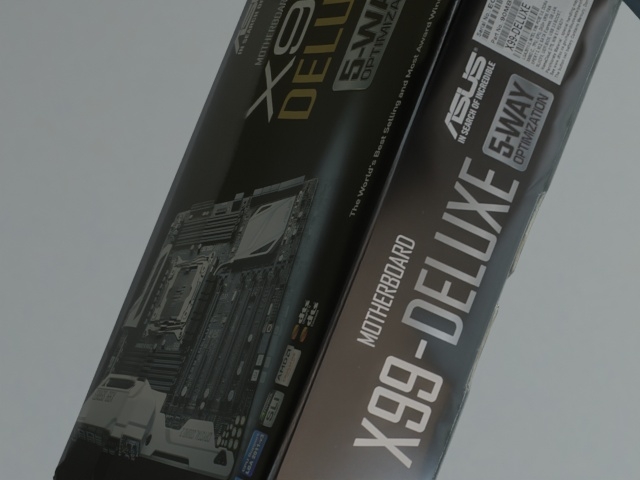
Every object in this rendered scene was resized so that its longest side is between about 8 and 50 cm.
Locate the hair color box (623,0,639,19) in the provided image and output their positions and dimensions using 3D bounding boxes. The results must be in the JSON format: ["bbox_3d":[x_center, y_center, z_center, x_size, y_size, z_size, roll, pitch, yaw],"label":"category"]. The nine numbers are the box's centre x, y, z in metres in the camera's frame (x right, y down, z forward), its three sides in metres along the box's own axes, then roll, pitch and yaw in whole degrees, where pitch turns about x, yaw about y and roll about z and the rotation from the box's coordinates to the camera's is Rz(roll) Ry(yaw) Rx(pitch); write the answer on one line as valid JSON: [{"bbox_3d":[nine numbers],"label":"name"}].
[{"bbox_3d":[0.157,-0.108,0.445,0.185,0.113,0.374,-27,-152,3],"label":"hair color box"}]

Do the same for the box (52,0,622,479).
[{"bbox_3d":[0.000,0.000,0.890,0.077,0.307,0.242,24,174,-23],"label":"box"}]
